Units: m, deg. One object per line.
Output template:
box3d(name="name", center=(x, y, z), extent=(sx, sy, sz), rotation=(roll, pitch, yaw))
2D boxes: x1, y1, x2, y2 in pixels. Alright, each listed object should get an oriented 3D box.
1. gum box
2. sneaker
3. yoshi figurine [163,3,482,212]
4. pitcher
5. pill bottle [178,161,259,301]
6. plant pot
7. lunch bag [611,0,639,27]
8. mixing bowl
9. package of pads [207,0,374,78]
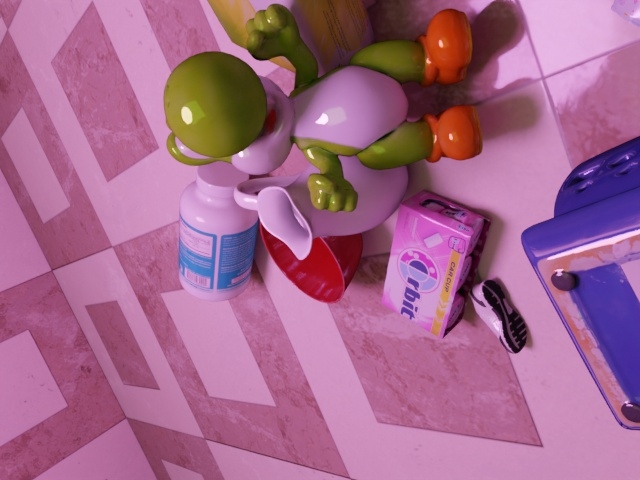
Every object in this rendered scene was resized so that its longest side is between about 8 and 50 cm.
box3d(name="gum box", center=(0.158, 0.030, 0.743), extent=(0.107, 0.062, 0.188), rotation=(29, 131, 31))
box3d(name="sneaker", center=(0.242, 0.104, 0.727), extent=(0.109, 0.040, 0.044), rotation=(63, 156, 2))
box3d(name="yoshi figurine", center=(-0.014, -0.146, 0.586), extent=(0.363, 0.203, 0.203), rotation=(-7, 137, 7))
box3d(name="pitcher", center=(0.003, -0.071, 0.729), extent=(0.178, 0.207, 0.125), rotation=(31, 135, 37))
box3d(name="pill bottle", center=(-0.193, -0.020, 1.010), extent=(0.146, 0.146, 0.264), rotation=(37, 134, 25))
box3d(name="plant pot", center=(0.329, 0.022, 0.444), extent=(0.236, 0.212, 0.235), rotation=(-27, 92, 52))
box3d(name="lunch bag", center=(0.307, -0.215, 0.455), extent=(0.083, 0.053, 0.071), rotation=(32, 135, 16))
box3d(name="mixing bowl", center=(0.000, 0.000, 0.847), extent=(0.181, 0.098, 0.181), rotation=(34, 146, 27))
box3d(name="package of pads", center=(-0.066, -0.331, 0.631), extent=(0.229, 0.101, 0.296), rotation=(34, 171, 28))
